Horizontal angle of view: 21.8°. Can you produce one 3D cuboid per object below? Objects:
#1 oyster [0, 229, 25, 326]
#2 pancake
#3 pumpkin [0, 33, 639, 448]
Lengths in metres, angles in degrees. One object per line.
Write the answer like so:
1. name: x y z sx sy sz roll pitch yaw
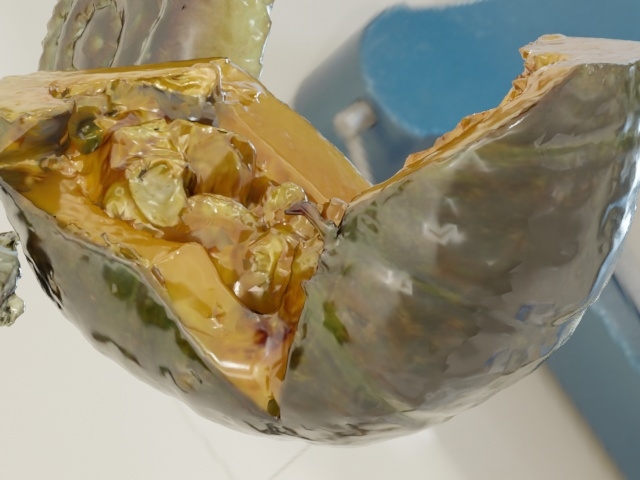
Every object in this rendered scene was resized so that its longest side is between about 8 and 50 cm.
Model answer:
1. oyster: -0.239 0.039 1.043 0.108 0.053 0.165 27 52 26
2. pancake: -0.106 -0.233 0.993 0.067 0.305 0.427 13 75 -34
3. pumpkin: 0.000 0.000 0.450 0.119 0.183 0.107 -33 122 -58
